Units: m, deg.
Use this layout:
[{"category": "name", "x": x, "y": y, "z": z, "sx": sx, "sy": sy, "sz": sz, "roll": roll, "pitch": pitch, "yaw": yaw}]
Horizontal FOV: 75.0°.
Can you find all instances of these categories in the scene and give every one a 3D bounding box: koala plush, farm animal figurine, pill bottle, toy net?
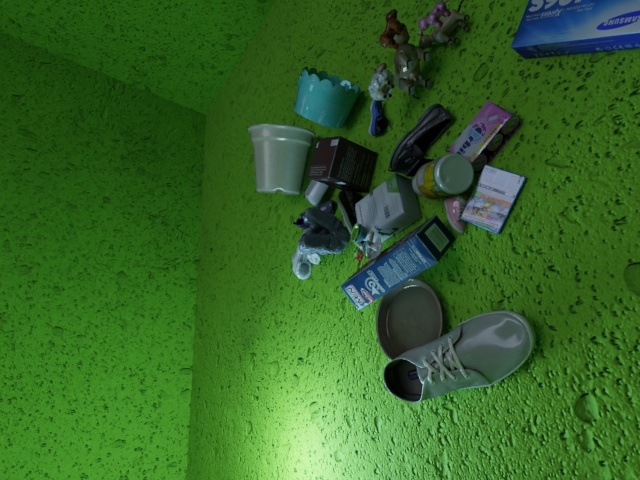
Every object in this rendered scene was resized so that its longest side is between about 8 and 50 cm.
[{"category": "koala plush", "x": 0.000, "y": 0.000, "z": 1.736, "sx": 0.221, "sy": 0.203, "sz": 0.196, "roll": 130, "pitch": 154, "yaw": -65}, {"category": "farm animal figurine", "x": 0.325, "y": -0.672, "z": 1.463, "sx": 0.172, "sy": 0.330, "sz": 0.327, "roll": -122, "pitch": 27, "yaw": -45}, {"category": "pill bottle", "x": 0.358, "y": -0.186, "z": 1.262, "sx": 0.208, "sy": 0.117, "sz": 0.118, "roll": 179, "pitch": 105, "yaw": -78}, {"category": "toy net", "x": 0.142, "y": 0.021, "z": 1.382, "sx": 0.232, "sy": 0.045, "sz": 0.122, "roll": -126, "pitch": 55, "yaw": -74}]

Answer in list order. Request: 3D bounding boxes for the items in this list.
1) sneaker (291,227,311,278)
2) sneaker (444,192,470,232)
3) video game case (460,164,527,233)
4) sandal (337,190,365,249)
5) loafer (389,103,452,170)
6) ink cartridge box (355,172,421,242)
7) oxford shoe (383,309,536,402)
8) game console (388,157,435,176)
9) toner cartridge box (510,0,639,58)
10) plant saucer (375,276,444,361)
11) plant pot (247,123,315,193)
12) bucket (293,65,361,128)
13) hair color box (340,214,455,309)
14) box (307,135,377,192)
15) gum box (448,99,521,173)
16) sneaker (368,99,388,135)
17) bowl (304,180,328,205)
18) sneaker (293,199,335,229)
[{"category": "sneaker", "x": -0.087, "y": 0.053, "z": 1.889, "sx": 0.115, "sy": 0.090, "sz": 0.232, "roll": 10, "pitch": 84, "yaw": 60}, {"category": "sneaker", "x": 0.415, "y": -0.092, "z": 1.240, "sx": 0.070, "sy": 0.051, "sz": 0.134, "roll": -46, "pitch": 39, "yaw": 44}, {"category": "video game case", "x": 0.478, "y": -0.116, "z": 1.160, "sx": 0.119, "sy": 0.015, "sz": 0.166, "roll": 30, "pitch": 103, "yaw": 38}, {"category": "sandal", "x": 0.125, "y": -0.077, "z": 1.610, "sx": 0.086, "sy": 0.120, "sz": 0.303, "roll": 122, "pitch": 145, "yaw": -47}, {"category": "loafer", "x": 0.338, "y": -0.334, "z": 1.418, "sx": 0.267, "sy": 0.096, "sz": 0.084, "roll": -55, "pitch": 44, "yaw": 25}, {"category": "ink cartridge box", "x": 0.233, "y": -0.106, "z": 1.474, "sx": 0.219, "sy": 0.092, "sz": 0.160, "roll": -36, "pitch": 50, "yaw": 45}, {"category": "oxford shoe", "x": 0.339, "y": 0.318, "z": 1.085, "sx": 0.449, "sy": 0.130, "sz": 0.169, "roll": -37, "pitch": 63, "yaw": 37}, {"category": "game console", "x": 0.304, "y": -0.249, "z": 1.386, "sx": 0.071, "sy": 0.122, "sz": 0.107, "roll": 52, "pitch": 123, "yaw": 20}, {"category": "toner cartridge box", "x": 0.669, "y": -0.559, "z": 1.032, "sx": 0.348, "sy": 0.075, "sz": 0.165, "roll": 29, "pitch": 102, "yaw": 56}, {"category": "plant saucer", "x": 0.281, "y": 0.254, "z": 1.309, "sx": 0.278, "sy": 0.041, "sz": 0.278, "roll": -26, "pitch": 57, "yaw": 48}, {"category": "plant pot", "x": -0.202, "y": -0.386, "z": 2.060, "sx": 0.334, "sy": 0.333, "sz": 0.306, "roll": 8, "pitch": 95, "yaw": 56}, {"category": "bucket", "x": 0.022, "y": -0.629, "z": 1.842, "sx": 0.281, "sy": 0.281, "sz": 0.183, "roll": 58, "pitch": 132, "yaw": 48}, {"category": "hair color box", "x": 0.235, "y": 0.074, "z": 1.310, "sx": 0.105, "sy": 0.174, "sz": 0.347, "roll": 52, "pitch": 131, "yaw": 4}, {"category": "box", "x": 0.088, "y": -0.299, "z": 1.667, "sx": 0.168, "sy": 0.203, "sz": 0.167, "roll": 14, "pitch": 89, "yaw": 57}, {"category": "gum box", "x": 0.480, "y": -0.304, "z": 1.218, "sx": 0.188, "sy": 0.062, "sz": 0.107, "roll": -55, "pitch": 38, "yaw": 28}, {"category": "sneaker", "x": 0.236, "y": -0.495, "z": 1.655, "sx": 0.084, "sy": 0.058, "sz": 0.152, "roll": 9, "pitch": 89, "yaw": 62}, {"category": "bowl", "x": -0.019, "y": -0.234, "z": 1.889, "sx": 0.142, "sy": 0.053, "sz": 0.142, "roll": -57, "pitch": 20, "yaw": 6}, {"category": "sneaker", "x": -0.029, "y": -0.110, "z": 1.856, "sx": 0.223, "sy": 0.098, "sz": 0.083, "roll": -41, "pitch": 46, "yaw": 41}]
